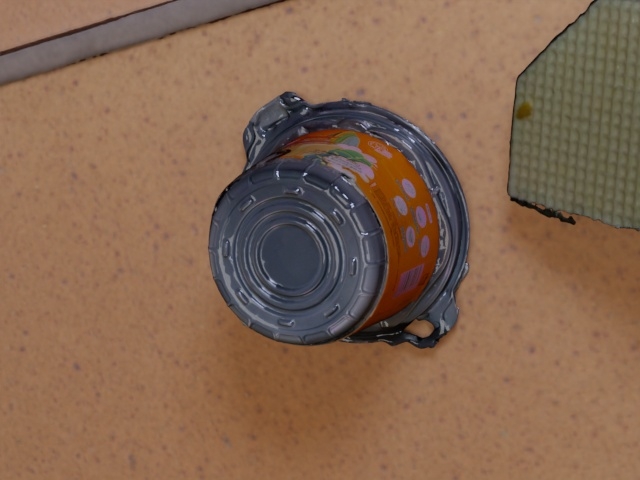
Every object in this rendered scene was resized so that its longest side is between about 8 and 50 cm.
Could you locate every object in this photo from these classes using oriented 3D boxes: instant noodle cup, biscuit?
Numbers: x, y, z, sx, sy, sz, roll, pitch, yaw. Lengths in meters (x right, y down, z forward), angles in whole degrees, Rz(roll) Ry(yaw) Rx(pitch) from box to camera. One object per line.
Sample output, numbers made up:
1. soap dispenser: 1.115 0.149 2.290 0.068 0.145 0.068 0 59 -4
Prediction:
1. instant noodle cup: 0.000 0.000 1.006 0.208 0.125 0.177 38 113 10
2. biscuit: 0.221 -0.071 0.892 0.252 0.052 0.150 17 108 47
